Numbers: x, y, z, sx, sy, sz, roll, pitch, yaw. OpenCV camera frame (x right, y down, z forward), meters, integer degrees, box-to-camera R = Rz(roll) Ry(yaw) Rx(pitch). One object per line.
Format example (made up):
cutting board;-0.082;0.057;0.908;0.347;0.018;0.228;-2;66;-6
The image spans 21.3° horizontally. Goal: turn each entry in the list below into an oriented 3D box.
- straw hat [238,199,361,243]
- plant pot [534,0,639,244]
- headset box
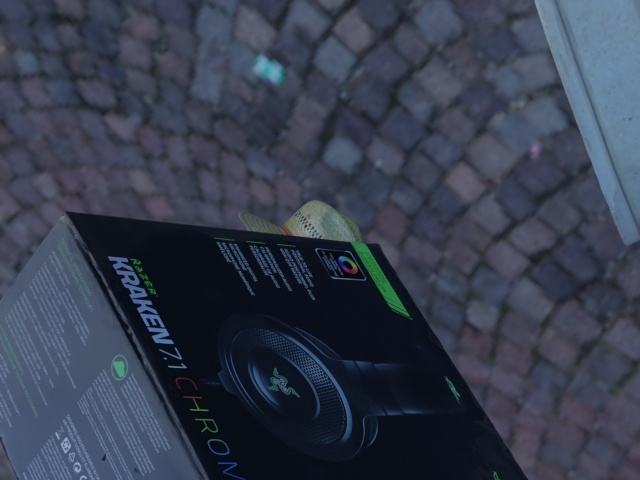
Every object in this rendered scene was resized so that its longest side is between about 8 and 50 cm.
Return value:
straw hat;0.000;0.000;1.449;0.144;0.061;0.144;42;-173;-6
plant pot;0.299;-0.202;1.152;0.305;0.334;0.334;-19;120;11
headset box;-0.026;0.123;1.004;0.131;0.283;0.246;-50;54;28
